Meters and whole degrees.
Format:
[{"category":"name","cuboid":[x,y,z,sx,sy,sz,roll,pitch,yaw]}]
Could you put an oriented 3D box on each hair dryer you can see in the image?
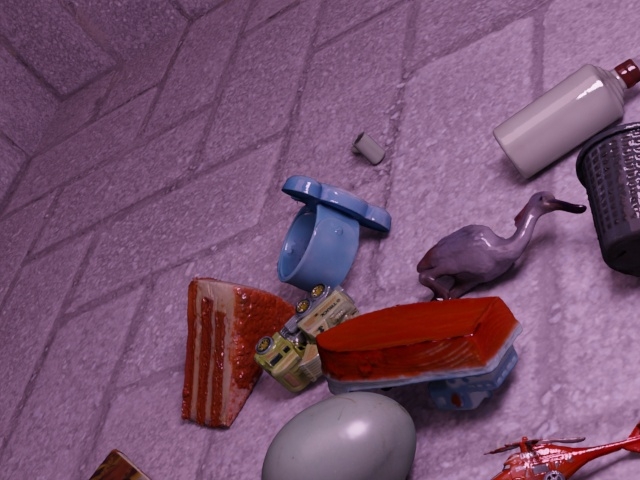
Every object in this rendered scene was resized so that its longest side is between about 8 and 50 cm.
[{"category":"hair dryer","cuboid":[0.082,-0.189,1.973,0.038,0.063,0.124,-50,19,-8]}]

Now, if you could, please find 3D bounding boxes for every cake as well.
[{"category":"cake","cuboid":[-0.181,0.183,1.718,0.158,0.160,0.262,2,54,46]}]

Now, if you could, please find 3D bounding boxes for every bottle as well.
[{"category":"bottle","cuboid":[0.406,-0.207,1.567,0.245,0.104,0.104,-35,32,15]}]

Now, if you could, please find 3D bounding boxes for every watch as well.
[{"category":"watch","cuboid":[0.000,0.000,1.743,0.211,0.211,0.193,11,78,54]}]

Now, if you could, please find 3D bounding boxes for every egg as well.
[{"category":"egg","cuboid":[0.025,0.301,1.323,0.230,0.168,0.168,-34,32,7]}]

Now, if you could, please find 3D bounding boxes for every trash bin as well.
[{"category":"trash bin","cuboid":[0.434,-0.043,1.294,0.175,0.175,0.161,-20,51,34]}]

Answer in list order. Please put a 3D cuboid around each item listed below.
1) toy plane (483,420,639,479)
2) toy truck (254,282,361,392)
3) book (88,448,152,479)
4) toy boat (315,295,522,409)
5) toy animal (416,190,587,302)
[{"category":"toy plane","cuboid":[0.298,0.263,1.159,0.194,0.126,0.077,-10,69,-7]},{"category":"toy truck","cuboid":[-0.009,0.167,1.613,0.191,0.085,0.116,-44,35,-5]},{"category":"book","cuboid":[-0.347,0.538,1.592,0.300,0.039,0.428,-52,31,-14]},{"category":"toy boat","cuboid":[0.127,0.175,1.383,0.331,0.133,0.145,-11,22,40]},{"category":"toy animal","cuboid":[0.250,0.024,1.477,0.324,0.090,0.195,-47,34,15]}]
